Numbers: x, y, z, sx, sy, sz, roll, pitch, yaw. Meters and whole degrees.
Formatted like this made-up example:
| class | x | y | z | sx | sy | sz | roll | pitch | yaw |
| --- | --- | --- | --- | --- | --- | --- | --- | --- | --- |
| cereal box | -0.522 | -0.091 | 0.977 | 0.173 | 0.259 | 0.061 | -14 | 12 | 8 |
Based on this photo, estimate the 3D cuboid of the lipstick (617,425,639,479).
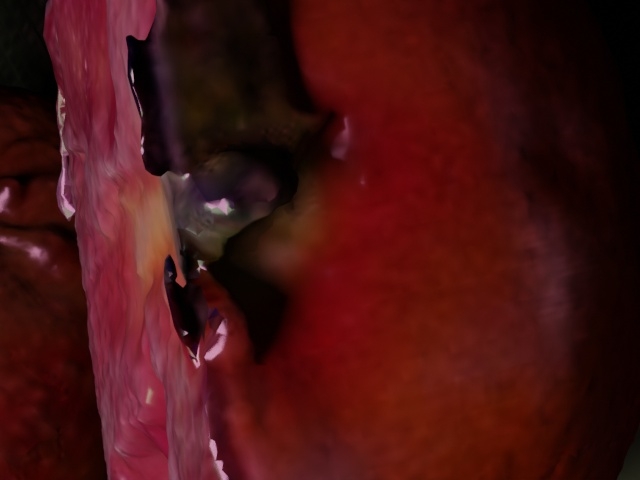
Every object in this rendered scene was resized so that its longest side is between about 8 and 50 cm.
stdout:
| class | x | y | z | sx | sy | sz | roll | pitch | yaw |
| --- | --- | --- | --- | --- | --- | --- | --- | --- | --- |
| lipstick | 0.127 | 0.084 | 0.587 | 0.327 | 0.087 | 0.087 | 16 | 139 | 50 |

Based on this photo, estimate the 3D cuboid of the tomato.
| class | x | y | z | sx | sy | sz | roll | pitch | yaw |
| --- | --- | --- | --- | --- | --- | --- | --- | --- | --- |
| tomato | 0.003 | -0.005 | 0.546 | 0.289 | 0.176 | 0.335 | 164 | 96 | -73 |

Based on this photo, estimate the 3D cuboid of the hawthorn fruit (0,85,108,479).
| class | x | y | z | sx | sy | sz | roll | pitch | yaw |
| --- | --- | --- | --- | --- | --- | --- | --- | --- | --- |
| hawthorn fruit | -0.198 | 0.085 | 0.886 | 0.287 | 0.287 | 0.330 | 37 | 146 | 27 |
